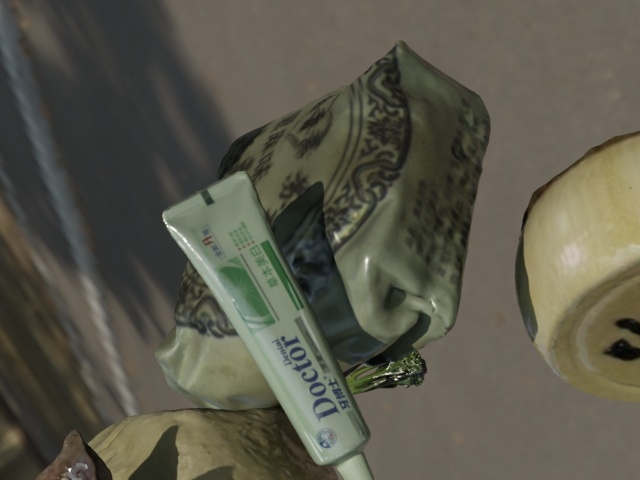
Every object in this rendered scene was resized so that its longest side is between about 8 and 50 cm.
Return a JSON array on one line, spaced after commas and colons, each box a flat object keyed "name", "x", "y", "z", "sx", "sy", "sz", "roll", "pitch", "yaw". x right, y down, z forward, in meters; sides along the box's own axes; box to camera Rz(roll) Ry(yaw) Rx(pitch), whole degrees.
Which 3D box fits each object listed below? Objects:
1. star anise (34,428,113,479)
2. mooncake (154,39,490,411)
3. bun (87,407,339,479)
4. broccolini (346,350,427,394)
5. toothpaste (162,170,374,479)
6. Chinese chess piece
[{"name": "star anise", "x": -0.158, "y": 0.234, "z": 1.091, "sx": 0.197, "sy": 0.073, "sz": 0.212, "roll": -93, "pitch": 17, "yaw": -55}, {"name": "mooncake", "x": -0.004, "y": -0.004, "z": 1.363, "sx": 0.136, "sy": 0.254, "sz": 0.250, "roll": 38, "pitch": 134, "yaw": -24}, {"name": "bun", "x": -0.069, "y": 0.233, "z": 1.273, "sx": 0.281, "sy": 0.205, "sz": 0.281, "roll": 4, "pitch": 97, "yaw": 40}, {"name": "broccolini", "x": 0.028, "y": 0.132, "z": 1.659, "sx": 0.035, "sy": 0.140, "sz": 0.030, "roll": 76, "pitch": 173, "yaw": -51}, {"name": "toothpaste", "x": -0.024, "y": 0.062, "z": 1.193, "sx": 0.218, "sy": 0.064, "sz": 0.041, "roll": 61, "pitch": 168, "yaw": 2}, {"name": "Chinese chess piece", "x": 0.270, "y": 0.019, "z": 1.366, "sx": 0.257, "sy": 0.257, "sz": 0.104, "roll": 75, "pitch": -175, "yaw": -57}]
